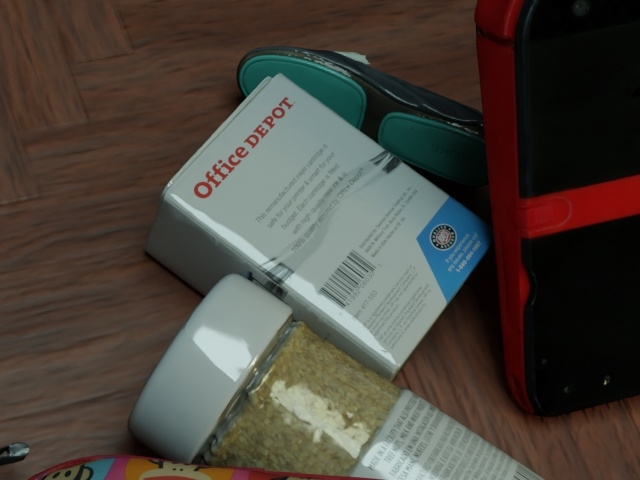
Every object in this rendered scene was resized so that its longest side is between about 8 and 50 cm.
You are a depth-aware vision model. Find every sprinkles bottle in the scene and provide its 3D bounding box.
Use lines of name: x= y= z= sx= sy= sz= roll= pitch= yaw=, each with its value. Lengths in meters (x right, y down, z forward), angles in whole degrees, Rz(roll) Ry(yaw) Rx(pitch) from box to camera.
sprinkles bottle: x=0.057 y=0.164 z=1.013 sx=0.355 sy=0.121 sz=0.121 roll=34 pitch=57 yaw=3

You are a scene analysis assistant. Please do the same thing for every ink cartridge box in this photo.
ink cartridge box: x=0.000 y=0.000 z=1.112 sx=0.191 sy=0.082 sz=0.139 roll=36 pitch=57 yaw=6

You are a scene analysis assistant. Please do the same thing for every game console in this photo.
game console: x=0.296 y=-0.072 z=1.102 sx=0.387 sy=0.342 sz=0.060 roll=-13 pitch=28 yaw=-11

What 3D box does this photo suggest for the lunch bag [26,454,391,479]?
lunch bag: x=-0.059 y=0.239 z=0.858 sx=0.293 sy=0.120 sz=0.258 roll=4 pitch=36 yaw=13

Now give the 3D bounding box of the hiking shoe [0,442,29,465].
hiking shoe: x=-0.282 y=0.075 z=0.995 sx=0.227 sy=0.086 sz=0.114 roll=49 pitch=46 yaw=6

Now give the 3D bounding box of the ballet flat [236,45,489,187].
ballet flat: x=0.039 y=-0.095 z=1.193 sx=0.203 sy=0.074 sz=0.074 roll=21 pitch=57 yaw=2
